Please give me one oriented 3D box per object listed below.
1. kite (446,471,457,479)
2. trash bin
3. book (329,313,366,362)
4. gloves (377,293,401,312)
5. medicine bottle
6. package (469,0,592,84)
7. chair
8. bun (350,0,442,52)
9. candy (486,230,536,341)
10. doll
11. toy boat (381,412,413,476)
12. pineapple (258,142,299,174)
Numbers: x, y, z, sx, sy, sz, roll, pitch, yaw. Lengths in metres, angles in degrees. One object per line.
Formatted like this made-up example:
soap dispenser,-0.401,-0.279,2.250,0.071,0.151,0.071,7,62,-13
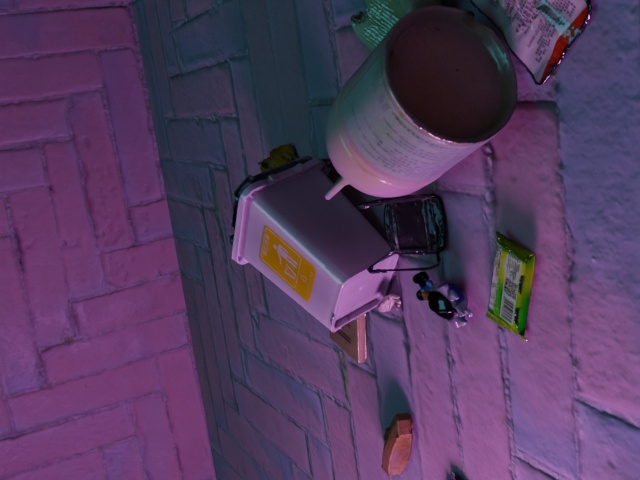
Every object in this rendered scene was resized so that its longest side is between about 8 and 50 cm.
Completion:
kite,0.310,0.586,1.615,0.183,0.014,0.241,67,153,13
trash bin,0.000,0.000,1.734,0.367,0.296,0.256,43,139,29
book,0.066,0.177,1.905,0.161,0.026,0.231,35,132,56
gloves,0.150,0.142,1.690,0.081,0.044,0.037,-20,70,44
medicine bottle,0.138,-0.205,1.322,0.406,0.235,0.236,141,113,-67
package,0.306,-0.367,1.137,0.232,0.040,0.166,56,152,22
chair,0.178,-0.030,1.490,0.145,0.221,0.140,-5,100,21
bun,0.139,-0.424,1.343,0.204,0.126,0.212,50,160,-4
candy,0.330,0.080,1.306,0.102,0.032,0.178,-135,38,-54
doll,0.239,0.116,1.468,0.195,0.070,0.096,33,146,65
toy boat,0.177,0.482,1.785,0.072,0.064,0.206,-109,22,-47
pineapple,-0.117,-0.118,2.018,0.164,0.139,0.250,-20,87,66
